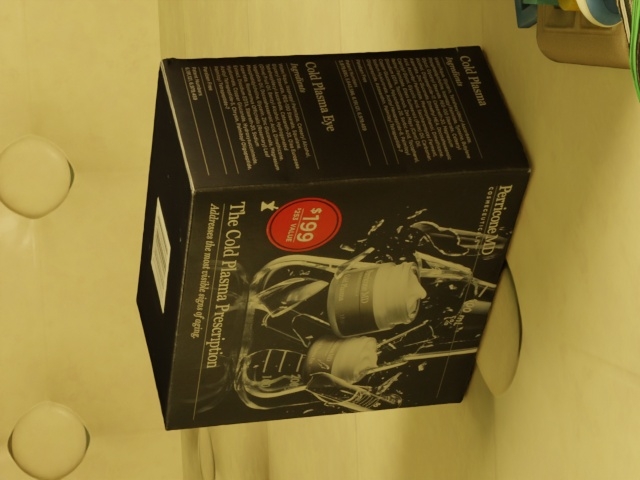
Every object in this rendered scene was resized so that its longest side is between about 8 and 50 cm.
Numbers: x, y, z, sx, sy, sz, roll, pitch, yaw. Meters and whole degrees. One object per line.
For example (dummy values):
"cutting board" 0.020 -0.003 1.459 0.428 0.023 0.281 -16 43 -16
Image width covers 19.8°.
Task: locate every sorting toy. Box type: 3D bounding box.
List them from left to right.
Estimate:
"sorting toy" 0.200 -0.234 1.449 0.348 0.047 0.196 -155 61 -73

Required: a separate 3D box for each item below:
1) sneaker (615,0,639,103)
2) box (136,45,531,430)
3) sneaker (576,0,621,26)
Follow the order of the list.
"sneaker" 0.232 -0.215 1.160 0.146 0.134 0.343 -136 44 -70
"box" 0.000 0.000 1.760 0.343 0.313 0.179 100 159 -46
"sneaker" 0.228 -0.216 1.274 0.084 0.058 0.152 43 117 61
